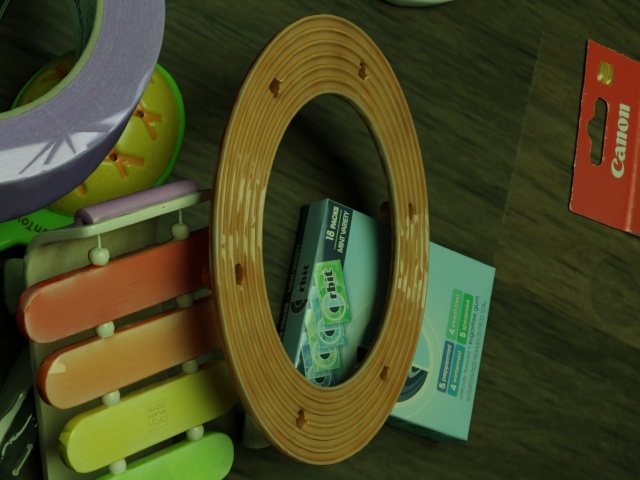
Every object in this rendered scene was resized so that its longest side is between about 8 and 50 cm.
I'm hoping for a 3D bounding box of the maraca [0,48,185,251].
[{"bbox_3d":[-0.175,-0.061,1.236,0.127,0.099,0.185,27,72,7],"label":"maraca"}]

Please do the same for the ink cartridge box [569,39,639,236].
[{"bbox_3d":[0.348,-0.084,1.649,0.225,0.056,0.181,19,71,-34],"label":"ink cartridge box"}]

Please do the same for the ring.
[{"bbox_3d":[0.000,0.000,1.272,0.337,0.032,0.336,2,88,-61],"label":"ring"}]

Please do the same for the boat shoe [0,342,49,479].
[{"bbox_3d":[-0.206,0.114,1.216,0.038,0.046,0.125,38,65,-26],"label":"boat shoe"}]

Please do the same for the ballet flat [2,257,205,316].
[{"bbox_3d":[-0.158,0.022,1.264,0.168,0.057,0.052,-8,75,-37],"label":"ballet flat"}]

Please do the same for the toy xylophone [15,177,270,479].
[{"bbox_3d":[-0.111,0.102,1.218,0.236,0.081,0.322,-28,119,-38],"label":"toy xylophone"}]

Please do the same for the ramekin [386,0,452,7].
[{"bbox_3d":[0.103,-0.349,1.471,0.273,0.127,0.272,7,77,-35],"label":"ramekin"}]

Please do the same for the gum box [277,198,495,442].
[{"bbox_3d":[0.054,0.069,1.415,0.184,0.041,0.157,22,70,-30],"label":"gum box"}]

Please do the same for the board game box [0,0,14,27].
[{"bbox_3d":[-0.302,-0.153,1.206,0.136,0.030,0.259,35,63,-28],"label":"board game box"}]

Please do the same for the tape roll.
[{"bbox_3d":[-0.247,-0.151,1.136,0.275,0.090,0.274,5,70,-15],"label":"tape roll"}]
